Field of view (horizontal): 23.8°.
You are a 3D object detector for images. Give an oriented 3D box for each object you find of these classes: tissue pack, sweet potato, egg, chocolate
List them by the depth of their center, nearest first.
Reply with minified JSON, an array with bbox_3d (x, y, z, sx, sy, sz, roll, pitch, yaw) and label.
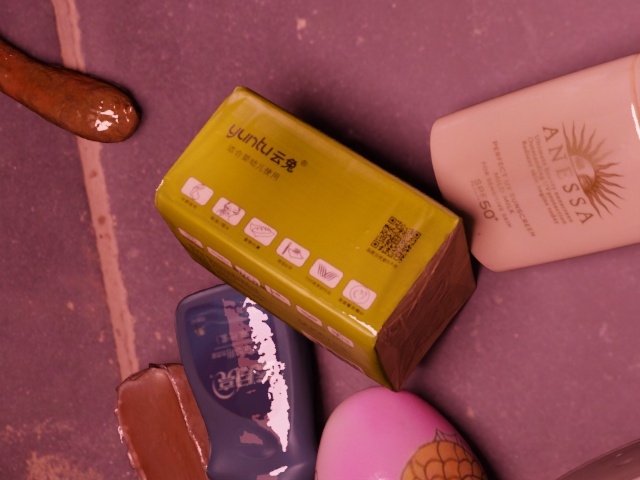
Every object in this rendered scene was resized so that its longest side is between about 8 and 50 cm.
[{"bbox_3d":[0.000,0.000,1.542,0.274,0.200,0.167,33,77,20],"label":"tissue pack"},{"bbox_3d":[0.086,0.287,1.582,0.196,0.196,0.271,-34,85,30],"label":"egg"},{"bbox_3d":[-0.145,0.262,1.766,0.161,0.083,0.261,-23,86,51],"label":"chocolate"},{"bbox_3d":[-0.321,-0.180,1.783,0.273,0.075,0.075,27,113,25],"label":"sweet potato"}]

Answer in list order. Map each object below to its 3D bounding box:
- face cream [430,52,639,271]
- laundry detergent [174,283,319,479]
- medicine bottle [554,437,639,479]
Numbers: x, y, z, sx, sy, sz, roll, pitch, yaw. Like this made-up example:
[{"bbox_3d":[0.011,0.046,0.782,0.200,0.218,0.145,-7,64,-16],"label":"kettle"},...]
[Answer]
[{"bbox_3d":[0.261,-0.075,1.416,0.348,0.081,0.174,-14,103,48],"label":"face cream"},{"bbox_3d":[-0.069,0.190,1.660,0.143,0.094,0.290,-17,74,15],"label":"laundry detergent"},{"bbox_3d":[0.348,0.346,1.420,0.245,0.245,0.306,-25,88,31],"label":"medicine bottle"}]
